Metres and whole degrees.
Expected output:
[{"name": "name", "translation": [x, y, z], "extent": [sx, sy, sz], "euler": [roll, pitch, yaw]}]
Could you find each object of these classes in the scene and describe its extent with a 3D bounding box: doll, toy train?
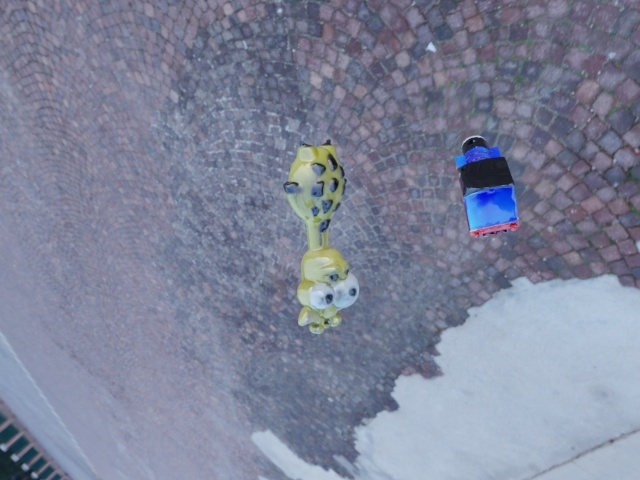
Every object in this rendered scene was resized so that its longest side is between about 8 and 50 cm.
[{"name": "doll", "translation": [0.000, 0.000, 0.657], "extent": [0.086, 0.117, 0.291], "euler": [12, 109, 51]}, {"name": "toy train", "translation": [0.284, -0.103, 0.771], "extent": [0.082, 0.204, 0.131], "euler": [-13, 131, 19]}]
